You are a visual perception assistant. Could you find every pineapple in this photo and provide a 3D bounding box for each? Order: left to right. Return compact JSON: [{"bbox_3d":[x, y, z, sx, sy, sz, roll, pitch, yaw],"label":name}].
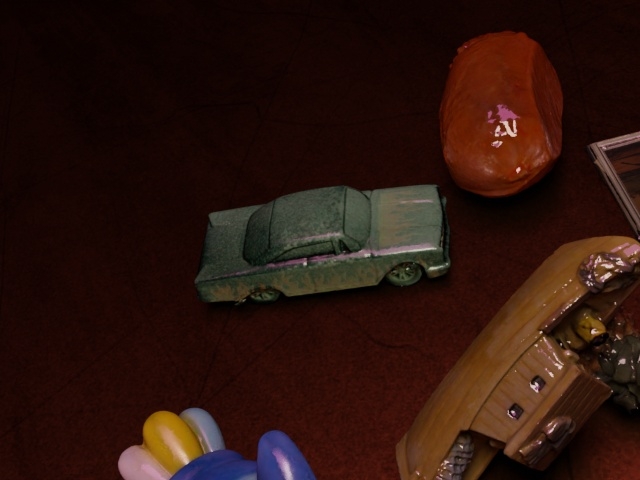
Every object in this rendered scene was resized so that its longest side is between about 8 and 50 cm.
[{"bbox_3d":[0.310,0.139,0.887,0.277,0.119,0.130,37,109,47],"label":"pineapple"}]

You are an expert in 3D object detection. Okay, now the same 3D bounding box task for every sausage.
[{"bbox_3d":[0.235,-0.164,1.208,0.141,0.153,0.268,-22,36,29],"label":"sausage"}]

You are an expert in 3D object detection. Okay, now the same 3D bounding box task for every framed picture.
[{"bbox_3d":[0.486,-0.097,1.153,0.252,0.014,0.197,-15,42,4],"label":"framed picture"}]

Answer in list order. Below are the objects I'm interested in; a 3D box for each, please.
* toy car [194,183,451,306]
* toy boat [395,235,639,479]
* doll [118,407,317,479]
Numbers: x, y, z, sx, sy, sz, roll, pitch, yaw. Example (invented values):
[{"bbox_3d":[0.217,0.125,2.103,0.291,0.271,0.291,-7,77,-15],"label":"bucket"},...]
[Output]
[{"bbox_3d":[0.000,0.000,1.155,0.320,0.097,0.141,-8,43,12],"label":"toy car"},{"bbox_3d":[0.194,0.130,0.851,0.321,0.089,0.121,-52,42,11],"label":"toy boat"},{"bbox_3d":[-0.089,0.291,0.745,0.376,0.187,0.365,31,41,2],"label":"doll"}]
